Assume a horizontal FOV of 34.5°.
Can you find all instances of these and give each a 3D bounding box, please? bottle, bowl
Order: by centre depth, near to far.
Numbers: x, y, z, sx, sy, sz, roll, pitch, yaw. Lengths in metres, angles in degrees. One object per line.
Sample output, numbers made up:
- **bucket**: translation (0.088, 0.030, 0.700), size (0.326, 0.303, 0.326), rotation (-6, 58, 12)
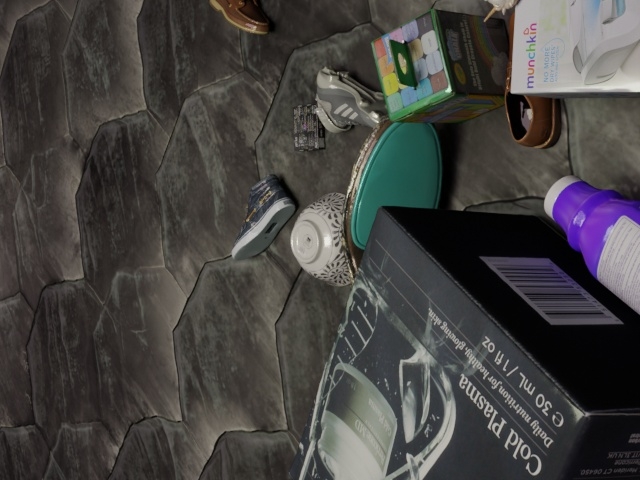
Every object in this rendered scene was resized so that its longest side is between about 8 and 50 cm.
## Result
- **bottle**: translation (0.393, 0.011, 1.292), size (0.283, 0.092, 0.118), rotation (48, 133, 48)
- **bowl**: translation (0.000, 0.000, 1.822), size (0.170, 0.080, 0.170), rotation (4, 95, 48)

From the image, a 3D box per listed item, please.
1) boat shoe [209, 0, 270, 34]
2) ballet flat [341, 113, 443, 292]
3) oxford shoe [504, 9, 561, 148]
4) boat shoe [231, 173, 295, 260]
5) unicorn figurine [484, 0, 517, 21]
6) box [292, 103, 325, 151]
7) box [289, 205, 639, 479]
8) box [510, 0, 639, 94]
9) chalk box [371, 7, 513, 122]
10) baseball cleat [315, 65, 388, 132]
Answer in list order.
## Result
- **boat shoe**: translation (-0.152, -0.447, 1.962), size (0.178, 0.064, 0.060), rotation (45, 126, 38)
- **ballet flat**: translation (0.100, 0.024, 1.678), size (0.182, 0.164, 0.482), rotation (-153, 63, -72)
- **oxford shoe**: translation (0.297, -0.239, 1.481), size (0.076, 0.076, 0.212), rotation (-11, 83, 49)
- **boat shoe**: translation (-0.119, -0.043, 1.966), size (0.183, 0.065, 0.083), rotation (-46, 58, 33)
- **unicorn figurine**: translation (0.236, -0.371, 1.343), size (0.161, 0.111, 0.060), rotation (-60, 38, 12)
- **box**: translation (-0.021, -0.205, 1.872), size (0.067, 0.018, 0.083), rotation (0, 93, 48)
- **box**: translation (0.230, 0.269, 1.364), size (0.480, 0.298, 0.471), rotation (49, 130, 51)
- **box**: translation (0.382, -0.319, 1.344), size (0.231, 0.127, 0.261), rotation (9, 99, 46)
- **chalk box**: translation (0.170, -0.252, 1.515), size (0.132, 0.213, 0.132), rotation (-19, 79, 47)
- **baseball cleat**: translation (0.062, -0.217, 1.757), size (0.206, 0.072, 0.109), rotation (47, 139, 40)
